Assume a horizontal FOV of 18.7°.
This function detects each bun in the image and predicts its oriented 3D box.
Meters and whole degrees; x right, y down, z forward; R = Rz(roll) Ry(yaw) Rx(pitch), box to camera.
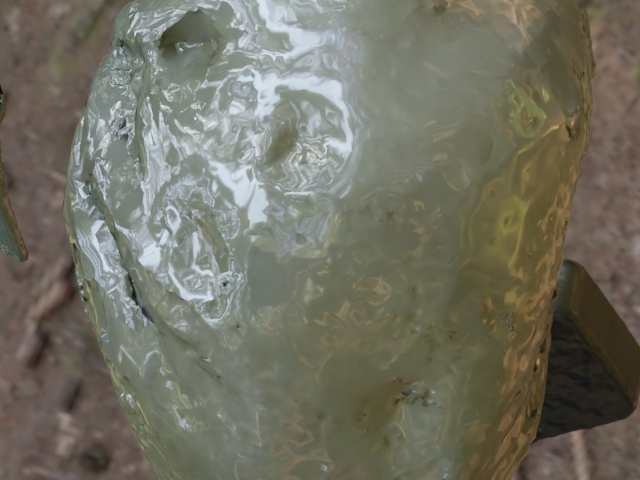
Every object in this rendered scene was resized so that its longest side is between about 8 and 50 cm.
[{"bbox_3d":[0.000,0.000,0.924,0.362,0.234,0.326,108,169,-82],"label":"bun"}]

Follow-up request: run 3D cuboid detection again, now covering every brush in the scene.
[{"bbox_3d":[0.117,0.092,1.359,0.197,0.123,0.059,-20,33,27],"label":"brush"}]

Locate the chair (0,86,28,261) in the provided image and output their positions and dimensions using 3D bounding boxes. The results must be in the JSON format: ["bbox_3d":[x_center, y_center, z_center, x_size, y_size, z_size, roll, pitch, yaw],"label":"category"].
[{"bbox_3d":[-0.347,-0.091,1.556,0.160,0.319,0.186,26,45,23],"label":"chair"}]
